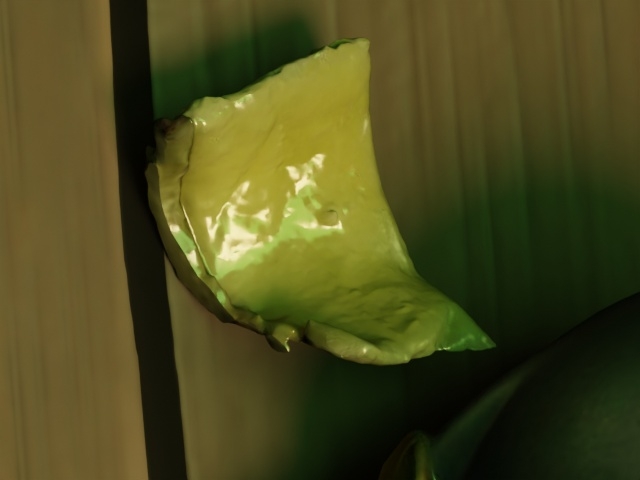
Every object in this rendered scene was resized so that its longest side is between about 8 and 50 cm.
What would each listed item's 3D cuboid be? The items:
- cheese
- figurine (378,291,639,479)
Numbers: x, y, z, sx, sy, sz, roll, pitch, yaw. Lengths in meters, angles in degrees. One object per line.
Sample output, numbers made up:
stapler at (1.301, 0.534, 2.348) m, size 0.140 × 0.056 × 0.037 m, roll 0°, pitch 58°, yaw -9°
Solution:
cheese at (0.000, 0.001, 0.414) m, size 0.060 × 0.041 × 0.084 m, roll -27°, pitch 84°, yaw -32°
figurine at (0.079, 0.130, 0.378) m, size 0.265 × 0.175 × 0.197 m, roll -44°, pitch 101°, yaw -29°
